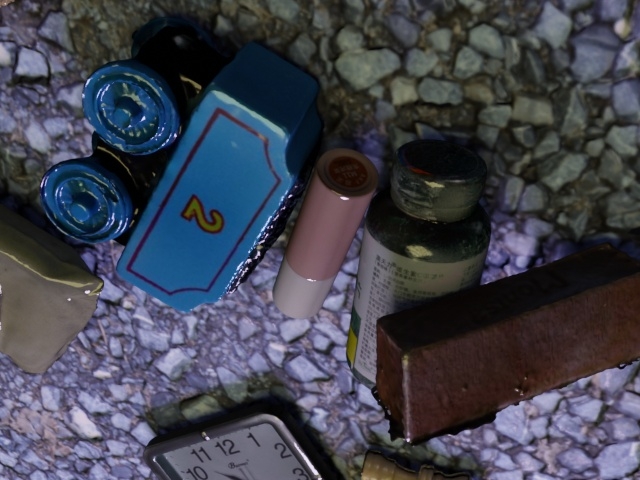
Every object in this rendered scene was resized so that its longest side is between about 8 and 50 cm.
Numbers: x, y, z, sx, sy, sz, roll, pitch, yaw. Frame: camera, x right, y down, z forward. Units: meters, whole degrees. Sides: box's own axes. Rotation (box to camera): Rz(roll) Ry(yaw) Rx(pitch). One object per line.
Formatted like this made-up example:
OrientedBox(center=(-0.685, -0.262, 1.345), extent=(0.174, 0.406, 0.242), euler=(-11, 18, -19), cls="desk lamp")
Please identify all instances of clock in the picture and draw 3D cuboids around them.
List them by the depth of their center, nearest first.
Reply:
OrientedBox(center=(-0.099, 0.378, 1.348), extent=(0.273, 0.049, 0.278), euler=(-22, 111, 28), cls="clock")

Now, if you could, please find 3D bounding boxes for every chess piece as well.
OrientedBox(center=(0.144, 0.340, 1.237), extent=(0.172, 0.060, 0.060), euler=(8, 122, 12), cls="chess piece")

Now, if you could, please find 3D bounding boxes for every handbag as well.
OrientedBox(center=(-0.463, 0.044, 1.240), extent=(0.316, 0.109, 0.253), euler=(32, 130, -2), cls="handbag")

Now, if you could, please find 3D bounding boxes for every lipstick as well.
OrientedBox(center=(0.000, 0.000, 1.027), extent=(0.070, 0.070, 0.254), euler=(26, 142, 3), cls="lipstick")

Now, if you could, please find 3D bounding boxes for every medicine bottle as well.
OrientedBox(center=(0.113, 0.034, 1.006), extent=(0.141, 0.141, 0.293), euler=(15, 124, 11), cls="medicine bottle")

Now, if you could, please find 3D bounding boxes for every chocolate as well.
OrientedBox(center=(0.204, 0.102, 0.937), extent=(0.321, 0.112, 0.111), euler=(-17, 120, -12), cls="chocolate")

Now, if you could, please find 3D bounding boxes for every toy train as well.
OrientedBox(center=(-0.153, -0.082, 1.009), extent=(0.265, 0.188, 0.300), euler=(31, 124, -6), cls="toy train")

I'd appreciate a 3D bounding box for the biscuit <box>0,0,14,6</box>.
OrientedBox(center=(-0.343, -0.321, 0.996), extent=(0.169, 0.070, 0.082), euler=(-22, 114, 27), cls="biscuit")
